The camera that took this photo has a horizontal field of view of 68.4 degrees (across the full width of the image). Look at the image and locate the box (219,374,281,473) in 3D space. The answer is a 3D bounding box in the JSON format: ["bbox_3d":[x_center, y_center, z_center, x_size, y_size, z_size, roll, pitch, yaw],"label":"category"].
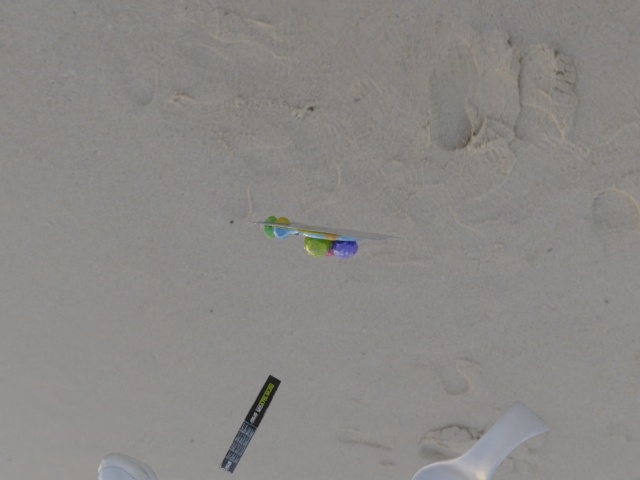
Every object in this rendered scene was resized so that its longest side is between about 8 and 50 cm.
[{"bbox_3d":[-0.181,0.477,1.235,0.045,0.184,0.190,29,117,5],"label":"box"}]

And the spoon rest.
[{"bbox_3d":[0.222,0.360,0.704,0.084,0.137,0.276,9,116,-45],"label":"spoon rest"}]

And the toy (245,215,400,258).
[{"bbox_3d":[0.000,0.000,0.818,0.238,0.137,0.056,13,99,35],"label":"toy"}]

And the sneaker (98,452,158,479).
[{"bbox_3d":[-0.428,0.633,1.069,0.114,0.152,0.304,-20,96,8],"label":"sneaker"}]
